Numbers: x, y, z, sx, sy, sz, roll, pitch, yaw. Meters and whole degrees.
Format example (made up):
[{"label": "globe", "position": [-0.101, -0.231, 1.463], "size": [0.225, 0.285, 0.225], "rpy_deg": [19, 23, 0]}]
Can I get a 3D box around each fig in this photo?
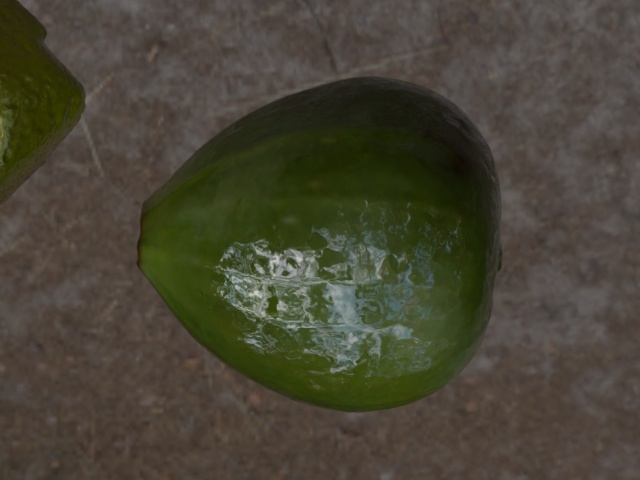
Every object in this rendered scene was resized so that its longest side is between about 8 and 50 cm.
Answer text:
[{"label": "fig", "position": [0.000, 0.000, 1.107], "size": [0.316, 0.316, 0.316], "rpy_deg": [-4, 140, -3]}]

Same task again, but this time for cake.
[{"label": "cake", "position": [-0.320, -0.107, 1.072], "size": [0.179, 0.156, 0.260], "rpy_deg": [45, 139, -8]}]
